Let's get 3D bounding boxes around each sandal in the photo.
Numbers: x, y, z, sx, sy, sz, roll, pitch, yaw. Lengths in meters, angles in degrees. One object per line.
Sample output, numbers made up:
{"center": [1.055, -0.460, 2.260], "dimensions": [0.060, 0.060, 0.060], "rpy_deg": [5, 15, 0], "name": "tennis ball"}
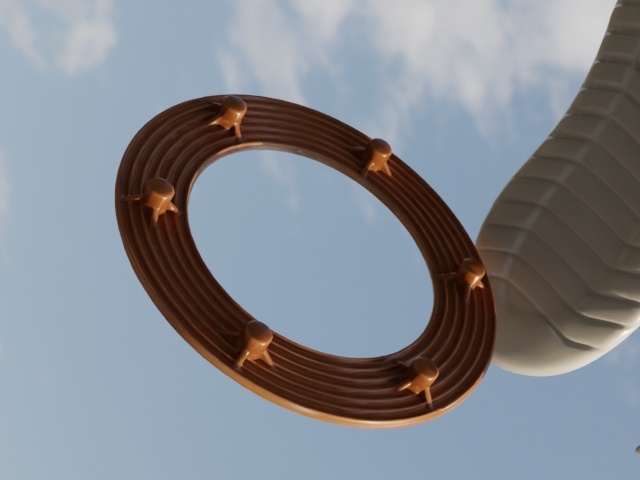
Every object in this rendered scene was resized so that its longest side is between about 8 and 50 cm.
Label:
{"center": [0.275, -0.062, 1.162], "dimensions": [0.169, 0.102, 0.416], "rpy_deg": [32, -83, 23], "name": "sandal"}

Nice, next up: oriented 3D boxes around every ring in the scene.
{"center": [0.000, 0.000, 1.052], "dimensions": [0.032, 0.336, 0.337], "rpy_deg": [-56, -128, 40], "name": "ring"}

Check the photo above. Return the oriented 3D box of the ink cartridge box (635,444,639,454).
{"center": [0.347, 0.158, 0.853], "dimensions": [0.232, 0.066, 0.189], "rpy_deg": [38, -27, 7], "name": "ink cartridge box"}
